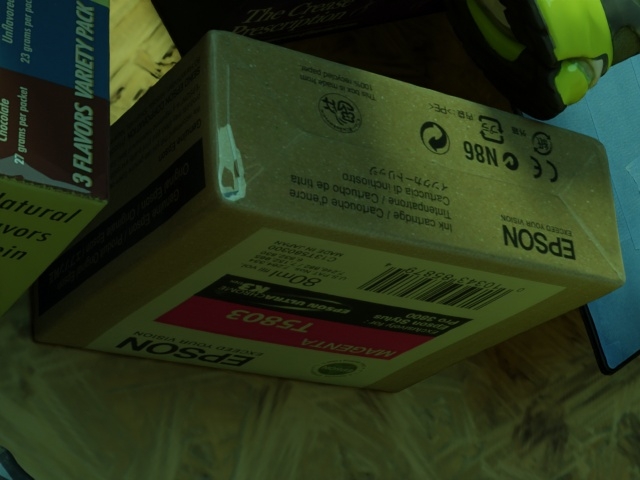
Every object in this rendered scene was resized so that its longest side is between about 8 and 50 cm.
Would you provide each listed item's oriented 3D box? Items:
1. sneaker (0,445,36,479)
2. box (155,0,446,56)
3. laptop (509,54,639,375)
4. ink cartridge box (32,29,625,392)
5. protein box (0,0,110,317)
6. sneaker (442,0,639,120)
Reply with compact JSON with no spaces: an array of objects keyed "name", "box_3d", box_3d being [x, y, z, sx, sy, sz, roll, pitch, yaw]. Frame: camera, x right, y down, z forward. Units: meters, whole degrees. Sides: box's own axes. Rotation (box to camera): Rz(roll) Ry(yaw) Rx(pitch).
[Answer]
[{"name":"sneaker","box_3d":[-0.096,0.171,0.511,0.235,0.153,0.094,21,43,11]},{"name":"box","box_3d":[0.037,-0.215,0.845,0.261,0.184,0.103,-20,76,-42]},{"name":"laptop","box_3d":[0.302,-0.181,0.795,0.236,0.408,0.382,-51,123,-76]},{"name":"ink cartridge box","box_3d":[0.000,0.000,0.674,0.235,0.193,0.088,11,62,-32]},{"name":"protein box","box_3d":[-0.215,-0.047,0.534,0.200,0.201,0.136,14,56,-31]},{"name":"sneaker","box_3d":[0.092,-0.216,0.669,0.121,0.111,0.300,-26,97,-17]}]
